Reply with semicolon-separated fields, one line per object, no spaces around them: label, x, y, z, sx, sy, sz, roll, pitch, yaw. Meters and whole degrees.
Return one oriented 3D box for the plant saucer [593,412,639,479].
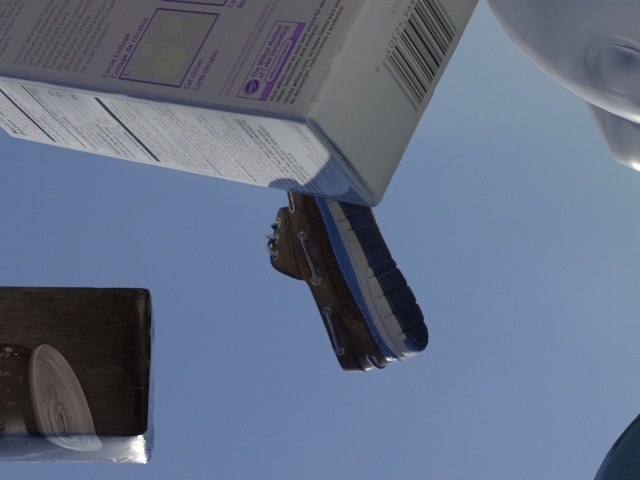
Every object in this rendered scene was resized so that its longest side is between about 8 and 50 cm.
plant saucer;0.257;0.163;0.515;0.318;0.317;0.043;33;-140;-3

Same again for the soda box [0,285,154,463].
soda box;-0.146;0.051;0.487;0.169;0.053;0.060;0;-111;-5

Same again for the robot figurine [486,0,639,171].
robot figurine;0.157;-0.176;0.455;0.300;0.353;0.199;-18;-123;-8

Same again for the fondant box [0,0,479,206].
fondant box;-0.064;-0.167;0.838;0.330;0.238;0.096;13;158;36

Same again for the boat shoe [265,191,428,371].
boat shoe;0.000;0.000;0.844;0.183;0.066;0.066;66;-158;8
